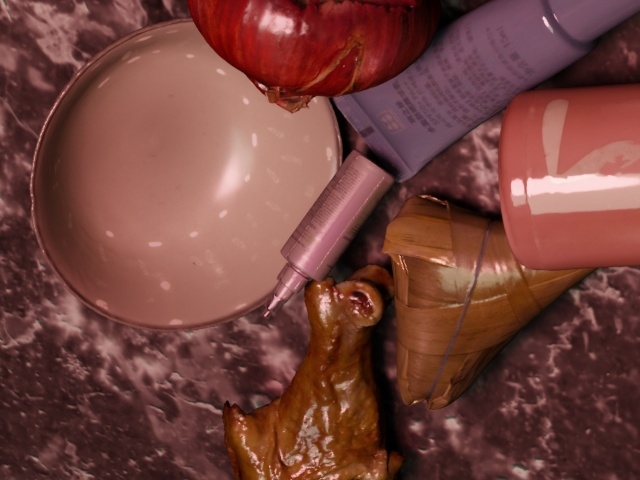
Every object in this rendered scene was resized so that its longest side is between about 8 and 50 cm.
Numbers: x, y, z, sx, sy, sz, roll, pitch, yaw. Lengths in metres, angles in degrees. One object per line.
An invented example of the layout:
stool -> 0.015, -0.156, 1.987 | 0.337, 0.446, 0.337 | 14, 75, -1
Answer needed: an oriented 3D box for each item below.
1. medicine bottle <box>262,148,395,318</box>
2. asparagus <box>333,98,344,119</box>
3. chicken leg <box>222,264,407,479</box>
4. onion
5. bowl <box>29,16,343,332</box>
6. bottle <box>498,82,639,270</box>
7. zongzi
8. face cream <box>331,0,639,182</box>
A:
medicine bottle -> 0.000, 0.000, 1.634 | 0.057, 0.057, 0.199 | 36, 93, 7
asparagus -> 0.004, -0.107, 1.676 | 0.015, 0.014, 0.114 | 43, 128, 23
chicken leg -> -0.011, 0.190, 1.758 | 0.211, 0.140, 0.361 | -2, 114, 5
onion -> -0.010, -0.221, 1.484 | 0.248, 0.248, 0.161 | 36, 135, 7
bowl -> -0.160, -0.087, 1.650 | 0.157, 0.337, 0.337 | -140, 40, -58
bottle -> 0.319, -0.077, 1.425 | 0.297, 0.173, 0.206 | -2, 112, 22
zongzi -> 0.197, 0.075, 1.621 | 0.256, 0.115, 0.228 | 4, 122, 13
face cream -> 0.165, -0.178, 1.514 | 0.385, 0.086, 0.135 | -28, 106, 43
